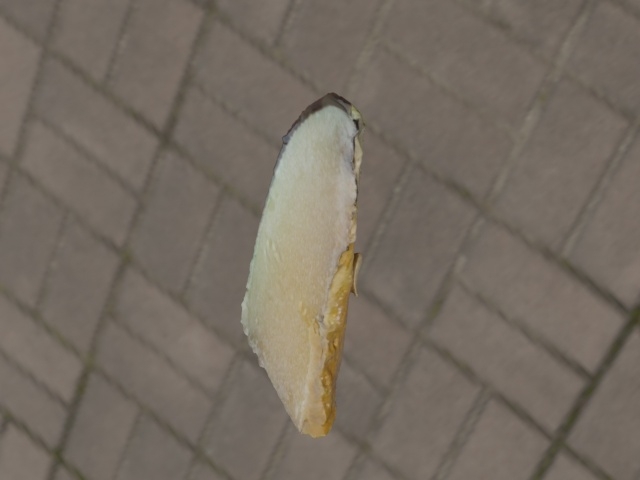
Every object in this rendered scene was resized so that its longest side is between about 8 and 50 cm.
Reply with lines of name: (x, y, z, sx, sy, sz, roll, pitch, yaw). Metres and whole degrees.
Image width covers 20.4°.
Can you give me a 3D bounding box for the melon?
melon: (-0.001, -0.002, 0.896, 0.054, 0.098, 0.182, 2, 118, -10)
